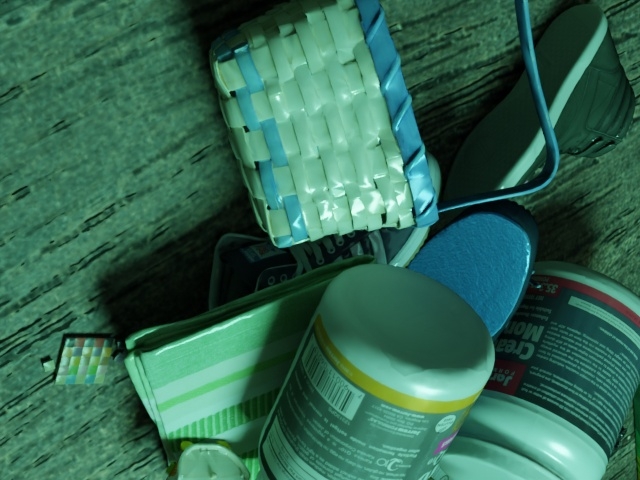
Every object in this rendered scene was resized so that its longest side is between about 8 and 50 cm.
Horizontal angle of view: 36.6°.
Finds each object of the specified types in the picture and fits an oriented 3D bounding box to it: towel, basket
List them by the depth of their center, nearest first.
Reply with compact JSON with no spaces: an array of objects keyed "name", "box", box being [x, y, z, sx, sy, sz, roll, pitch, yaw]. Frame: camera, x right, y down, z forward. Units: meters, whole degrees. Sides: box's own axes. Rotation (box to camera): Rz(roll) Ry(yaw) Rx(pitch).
[{"name":"basket","box":[0.057,-0.134,0.857,0.289,0.201,0.255,-15,107,-1]},{"name":"towel","box":[-0.050,0.167,0.989,0.248,0.038,0.325,-20,136,-13]}]

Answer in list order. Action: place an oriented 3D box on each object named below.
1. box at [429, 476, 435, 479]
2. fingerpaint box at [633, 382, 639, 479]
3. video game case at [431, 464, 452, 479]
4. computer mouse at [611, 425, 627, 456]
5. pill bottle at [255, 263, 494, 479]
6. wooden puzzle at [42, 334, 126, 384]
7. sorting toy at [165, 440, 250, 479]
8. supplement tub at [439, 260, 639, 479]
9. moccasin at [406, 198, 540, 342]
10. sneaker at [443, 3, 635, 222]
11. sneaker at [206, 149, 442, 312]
[{"name":"box","box":[0.029,0.444,1.111,0.279,0.177,0.290,-19,122,-30]},{"name":"fingerpaint box","box":[0.741,0.283,1.617,0.445,0.163,0.371,-30,126,-22]},{"name":"video game case","box":[0.126,0.390,1.302,0.329,0.036,0.300,-53,131,-4]},{"name":"computer mouse","box":[0.354,0.382,1.435,0.272,0.072,0.188,-63,157,6]},{"name":"pill bottle","box":[0.035,0.172,0.896,0.162,0.162,0.278,-4,130,-35]},{"name":"wooden puzzle","box":[-0.226,0.114,0.925,0.083,0.006,0.049,6,108,-38]},{"name":"sorting toy","box":[-0.126,0.236,0.952,0.083,0.045,0.075,11,131,-39]},{"name":"supplement tub","box":[0.271,0.179,1.159,0.191,0.191,0.272,51,60,-40]},{"name":"moccasin","box":[0.147,0.067,1.080,0.117,0.137,0.342,-41,164,-42]},{"name":"sneaker","box":[0.264,-0.110,1.110,0.147,0.104,0.296,41,81,-36]},{"name":"sneaker","box":[0.000,0.000,0.975,0.282,0.099,0.153,-53,133,1]}]
